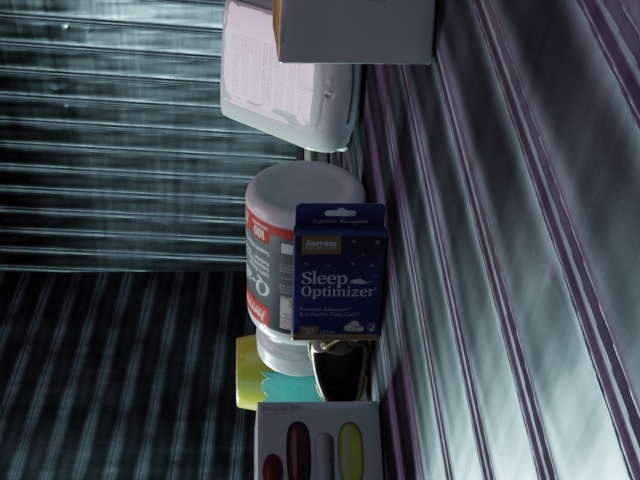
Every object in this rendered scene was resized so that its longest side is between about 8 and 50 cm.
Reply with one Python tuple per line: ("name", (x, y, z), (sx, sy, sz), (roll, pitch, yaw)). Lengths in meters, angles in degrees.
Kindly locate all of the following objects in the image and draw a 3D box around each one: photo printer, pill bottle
("photo printer", (-0.051, -0.312, 1.641), (0.307, 0.107, 0.256), (25, 122, 37))
("pill bottle", (-0.030, 0.057, 1.601), (0.210, 0.210, 0.363), (-96, 7, -56))

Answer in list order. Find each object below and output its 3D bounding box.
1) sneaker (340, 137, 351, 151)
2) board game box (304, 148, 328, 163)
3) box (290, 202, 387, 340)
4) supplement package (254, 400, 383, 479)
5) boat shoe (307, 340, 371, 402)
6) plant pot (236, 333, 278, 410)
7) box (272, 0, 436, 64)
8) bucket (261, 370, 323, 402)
("sneaker", (0.007, -0.315, 1.734), (0.110, 0.118, 0.292), (-95, 8, -66))
("board game box", (-0.014, -0.237, 2.437), (0.193, 0.053, 0.305), (96, 172, -59))
("box", (0.026, 0.050, 1.317), (0.036, 0.136, 0.225), (-96, 7, -61))
("supplement package", (-0.006, 0.366, 1.370), (0.149, 0.194, 0.203), (100, 169, -63))
("boat shoe", (0.031, 0.155, 1.457), (0.096, 0.117, 0.324), (-102, 7, -48))
("plant pot", (-0.078, 0.309, 2.076), (0.254, 0.239, 0.254), (180, 90, -85))
("box", (0.028, -0.340, 1.060), (0.345, 0.168, 0.215), (-101, 12, -71))
("bucket", (-0.032, 0.405, 1.828), (0.281, 0.183, 0.281), (180, 90, -86))
